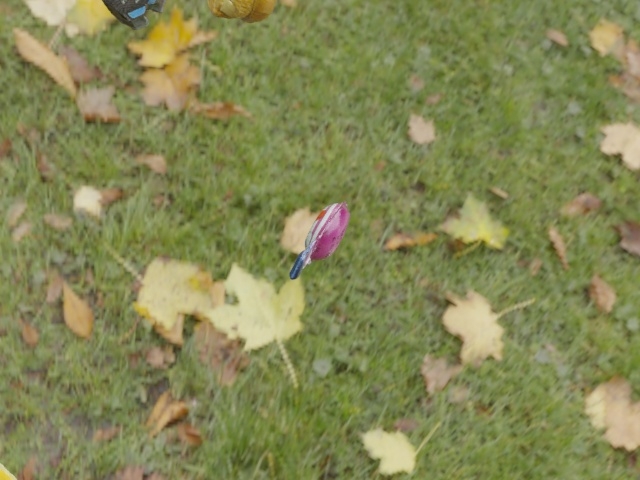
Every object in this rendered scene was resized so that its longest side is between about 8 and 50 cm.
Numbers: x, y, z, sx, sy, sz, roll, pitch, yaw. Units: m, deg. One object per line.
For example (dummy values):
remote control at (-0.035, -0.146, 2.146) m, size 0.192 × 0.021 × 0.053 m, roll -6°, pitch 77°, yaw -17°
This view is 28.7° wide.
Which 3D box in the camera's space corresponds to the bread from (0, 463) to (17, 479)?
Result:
bread at (-0.226, 0.107, 0.540) m, size 0.068 × 0.188 × 0.125 m, roll 25°, pitch 67°, yaw 45°

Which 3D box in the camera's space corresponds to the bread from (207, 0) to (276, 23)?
bread at (-0.061, -0.208, 0.967) m, size 0.046 × 0.081 × 0.083 m, roll -4°, pitch 53°, yaw -20°

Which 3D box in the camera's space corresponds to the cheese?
cheese at (0.000, 0.000, 1.563) m, size 0.038 × 0.095 × 0.145 m, roll 30°, pitch 38°, yaw 7°

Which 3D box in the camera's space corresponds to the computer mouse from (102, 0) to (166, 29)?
computer mouse at (-0.235, -0.312, 1.510) m, size 0.079 × 0.135 × 0.047 m, roll -46°, pitch 55°, yaw -6°
